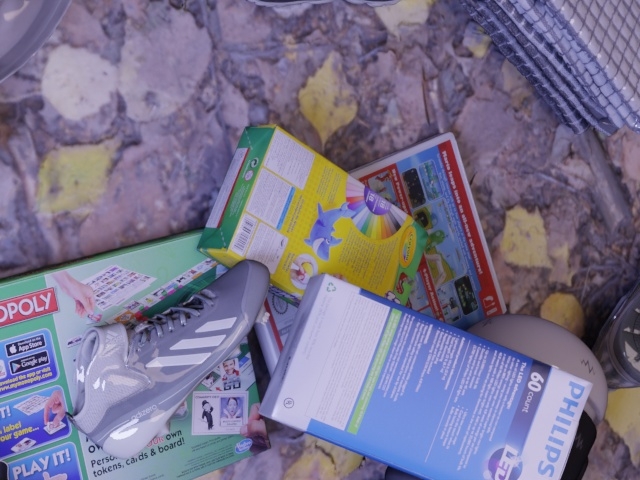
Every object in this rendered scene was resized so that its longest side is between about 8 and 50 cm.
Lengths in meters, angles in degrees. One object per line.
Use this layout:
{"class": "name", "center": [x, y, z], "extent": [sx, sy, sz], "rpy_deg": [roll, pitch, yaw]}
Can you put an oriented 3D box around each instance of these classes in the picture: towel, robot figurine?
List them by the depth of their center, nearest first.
{"class": "robot figurine", "center": [0.169, 0.205, 1.344], "extent": [0.278, 0.174, 0.209], "rpy_deg": [-60, 161, -19]}
{"class": "towel", "center": [0.283, -0.274, 1.462], "extent": [0.284, 0.121, 0.235], "rpy_deg": [44, 59, -29]}

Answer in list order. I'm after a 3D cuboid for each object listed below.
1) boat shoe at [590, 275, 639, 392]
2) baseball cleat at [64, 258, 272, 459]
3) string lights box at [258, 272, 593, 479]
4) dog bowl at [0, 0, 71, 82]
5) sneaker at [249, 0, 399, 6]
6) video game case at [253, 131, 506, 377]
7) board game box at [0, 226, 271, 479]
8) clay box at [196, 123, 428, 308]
{"class": "boat shoe", "center": [0.414, 0.060, 1.563], "extent": [0.118, 0.103, 0.320], "rpy_deg": [48, 57, -2]}
{"class": "baseball cleat", "center": [-0.127, 0.081, 1.124], "extent": [0.109, 0.072, 0.206], "rpy_deg": [44, 73, -28]}
{"class": "string lights box", "center": [0.092, 0.138, 1.194], "extent": [0.260, 0.077, 0.133], "rpy_deg": [23, 81, -9]}
{"class": "dog bowl", "center": [-0.355, -0.266, 1.044], "extent": [0.349, 0.102, 0.348], "rpy_deg": [1, 88, -34]}
{"class": "sneaker", "center": [0.048, -0.276, 1.303], "extent": [0.279, 0.118, 0.107], "rpy_deg": [-19, 100, -33]}
{"class": "video game case", "center": [0.051, 0.031, 1.353], "extent": [0.285, 0.025, 0.204], "rpy_deg": [-24, 101, -32]}
{"class": "board game box", "center": [-0.197, 0.123, 1.158], "extent": [0.317, 0.046, 0.213], "rpy_deg": [-15, 97, -38]}
{"class": "clay box", "center": [0.000, 0.000, 1.263], "extent": [0.222, 0.053, 0.127], "rpy_deg": [33, 70, -38]}
